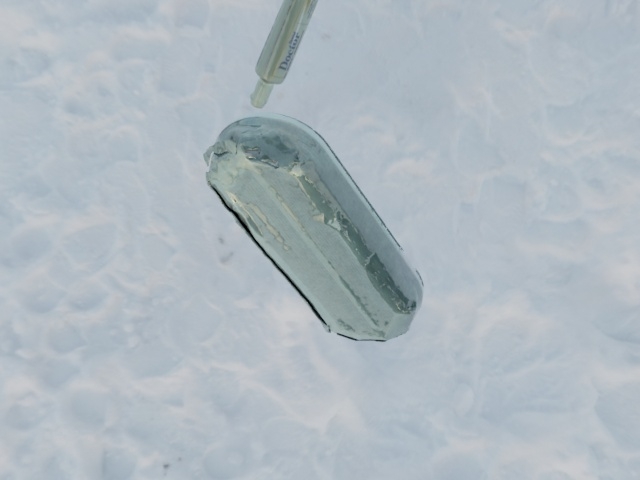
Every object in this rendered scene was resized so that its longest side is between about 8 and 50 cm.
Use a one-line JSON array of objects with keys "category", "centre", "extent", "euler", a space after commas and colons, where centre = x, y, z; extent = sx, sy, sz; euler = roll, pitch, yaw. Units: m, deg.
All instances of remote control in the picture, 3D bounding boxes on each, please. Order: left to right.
[{"category": "remote control", "centre": [0.000, 0.000, 0.589], "extent": [0.104, 0.247, 0.052], "euler": [-17, 36, 33]}]

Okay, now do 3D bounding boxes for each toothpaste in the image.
[{"category": "toothpaste", "centre": [-0.022, -0.259, 0.776], "extent": [0.037, 0.067, 0.255], "euler": [33, 118, 9]}]
